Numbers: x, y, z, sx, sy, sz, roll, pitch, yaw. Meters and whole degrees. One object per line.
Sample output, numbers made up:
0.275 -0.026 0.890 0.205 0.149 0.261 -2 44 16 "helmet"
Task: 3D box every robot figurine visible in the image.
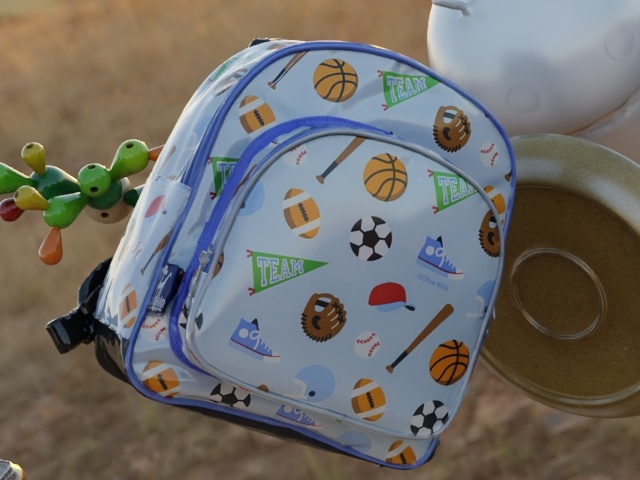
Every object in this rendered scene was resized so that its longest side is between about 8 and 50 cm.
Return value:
0.211 -0.130 1.584 0.300 0.353 0.200 -42 51 1 "robot figurine"

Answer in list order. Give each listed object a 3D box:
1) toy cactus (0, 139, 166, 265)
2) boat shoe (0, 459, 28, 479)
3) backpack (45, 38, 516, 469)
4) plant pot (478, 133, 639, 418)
-0.189 -0.034 1.760 0.219 0.112 0.180 -5 -4 -3 "toy cactus"
-0.385 0.222 1.609 0.307 0.104 0.110 -16 15 10 "boat shoe"
0.000 0.000 1.284 0.276 0.263 0.213 20 -8 -24 "backpack"
0.180 0.035 1.443 0.236 0.236 0.032 -13 19 40 "plant pot"
